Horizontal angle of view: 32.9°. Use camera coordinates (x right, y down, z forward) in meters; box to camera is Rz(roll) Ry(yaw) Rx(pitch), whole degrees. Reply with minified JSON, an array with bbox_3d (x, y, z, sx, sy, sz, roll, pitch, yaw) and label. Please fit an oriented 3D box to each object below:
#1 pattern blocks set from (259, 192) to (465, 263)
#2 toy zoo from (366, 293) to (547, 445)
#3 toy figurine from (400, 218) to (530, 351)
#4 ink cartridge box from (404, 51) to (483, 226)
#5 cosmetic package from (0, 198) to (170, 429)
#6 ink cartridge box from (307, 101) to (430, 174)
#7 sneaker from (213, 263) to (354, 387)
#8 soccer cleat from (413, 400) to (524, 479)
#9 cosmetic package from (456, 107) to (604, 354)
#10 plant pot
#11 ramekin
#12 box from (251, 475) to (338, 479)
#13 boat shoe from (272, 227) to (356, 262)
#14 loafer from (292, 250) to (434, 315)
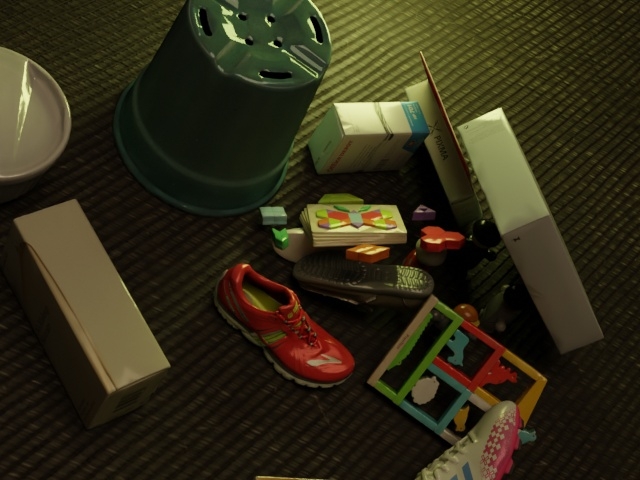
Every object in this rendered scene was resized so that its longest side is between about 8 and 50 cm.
[{"bbox_3d":[0.062,-0.030,1.930,0.325,0.026,0.285,-6,24,-19],"label":"pattern blocks set"},{"bbox_3d":[0.252,0.254,1.873,0.293,0.030,0.192,36,97,-2],"label":"toy zoo"},{"bbox_3d":[0.265,0.080,1.991,0.213,0.148,0.209,-13,67,-32],"label":"toy figurine"},{"bbox_3d":[0.231,-0.191,2.099,0.060,0.239,0.275,-22,66,7],"label":"ink cartridge box"},{"bbox_3d":[-0.365,0.113,1.659,0.113,0.160,0.309,-23,71,-34],"label":"cosmetic package"},{"bbox_3d":[0.091,-0.197,2.084,0.191,0.139,0.082,-3,63,-27],"label":"ink cartridge box"},{"bbox_3d":[-0.057,0.143,1.815,0.279,0.118,0.107,35,52,-2],"label":"sneaker"},{"bbox_3d":[0.219,0.390,1.764,0.143,0.116,0.331,27,68,0],"label":"soccer cleat"},{"bbox_3d":[0.380,-0.012,1.956,0.377,0.097,0.284,55,18,-44],"label":"cosmetic package"},{"bbox_3d":[-0.157,-0.267,1.887,0.341,0.334,0.341,12,57,-19],"label":"plant pot"},{"bbox_3d":[-0.553,-0.179,1.769,0.273,0.127,0.272,12,56,-18],"label":"ramekin"},{"bbox_3d":[-0.032,0.439,1.659,0.171,0.091,0.130,7,58,-22],"label":"box"},{"bbox_3d":[0.000,0.000,1.972,0.184,0.066,0.063,0,32,-14],"label":"boat shoe"},{"bbox_3d":[0.072,0.087,1.917,0.251,0.087,0.094,11,38,9],"label":"loafer"}]
